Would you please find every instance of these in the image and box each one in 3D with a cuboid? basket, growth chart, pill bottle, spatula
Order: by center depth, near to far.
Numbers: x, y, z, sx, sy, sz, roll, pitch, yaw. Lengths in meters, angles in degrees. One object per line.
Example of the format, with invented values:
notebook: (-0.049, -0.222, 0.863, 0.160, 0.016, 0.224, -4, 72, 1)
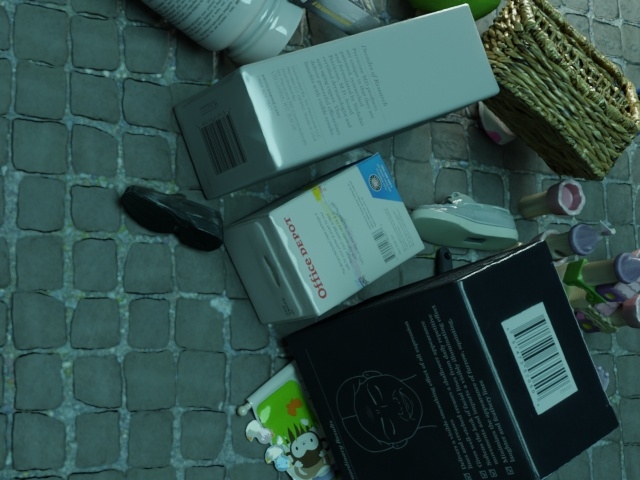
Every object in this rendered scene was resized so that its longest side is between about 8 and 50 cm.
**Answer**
pill bottle: (-0.175, -0.388, 1.805, 0.283, 0.160, 0.160, 35, 65, -22)
growth chart: (-0.014, 0.301, 1.870, 0.237, 0.021, 0.172, 51, 61, -14)
basket: (0.416, -0.274, 2.020, 0.299, 0.213, 0.223, 41, 85, -15)
spatula: (0.209, 0.155, 2.033, 0.084, 0.030, 0.297, 13, 74, -31)

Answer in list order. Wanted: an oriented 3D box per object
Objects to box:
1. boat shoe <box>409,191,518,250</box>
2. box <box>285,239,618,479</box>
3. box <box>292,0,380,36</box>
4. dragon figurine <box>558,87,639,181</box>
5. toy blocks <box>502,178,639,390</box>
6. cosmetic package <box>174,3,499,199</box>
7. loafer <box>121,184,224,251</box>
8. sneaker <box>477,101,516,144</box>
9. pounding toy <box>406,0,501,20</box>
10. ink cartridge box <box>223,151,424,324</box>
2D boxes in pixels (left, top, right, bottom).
boat shoe: (0.243, -0.038, 2.071, 0.227, 0.079, 0.081, 10, 58, -31)
box: (0.184, 0.206, 1.768, 0.212, 0.395, 0.294, -21, 90, -42)
box: (-0.006, -0.453, 1.904, 0.183, 0.056, 0.231, 19, 47, -54)
dragon figurine: (0.549, -0.226, 2.251, 0.289, 0.144, 0.085, -37, 101, -32)
toy blocks: (0.481, 0.083, 2.083, 0.288, 0.260, 0.309, 37, 64, -23)
cosmetic package: (0.030, -0.220, 1.867, 0.453, 0.230, 0.162, -21, 92, -34)
loafer: (-0.219, -0.043, 1.784, 0.170, 0.062, 0.061, 29, 45, -29)
sneaker: (0.377, -0.281, 2.169, 0.103, 0.111, 0.252, 42, 62, -20)
pounding toy: (0.191, -0.395, 2.059, 0.236, 0.183, 0.110, 5, 105, -32)
ink cartridge box: (0.000, 0.000, 1.843, 0.232, 0.168, 0.171, -29, 97, -33)
